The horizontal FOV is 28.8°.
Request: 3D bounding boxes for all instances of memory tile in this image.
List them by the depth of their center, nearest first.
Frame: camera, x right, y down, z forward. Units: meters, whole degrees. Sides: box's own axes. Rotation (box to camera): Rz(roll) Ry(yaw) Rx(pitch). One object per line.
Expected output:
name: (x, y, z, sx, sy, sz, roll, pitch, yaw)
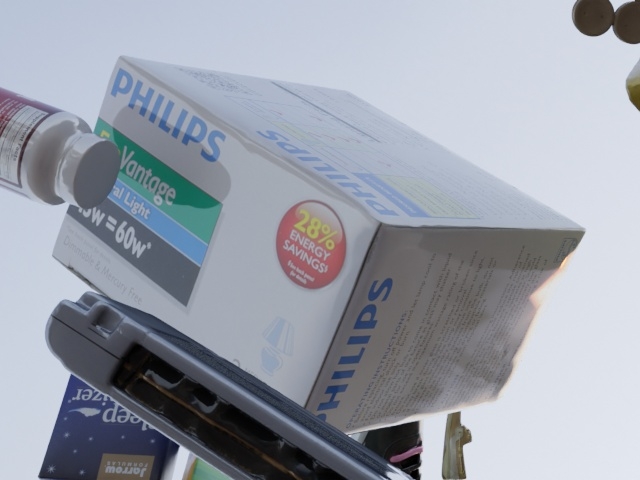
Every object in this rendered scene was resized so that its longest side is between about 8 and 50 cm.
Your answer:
memory tile: (0.293, -0.218, 1.064, 0.148, 0.012, 0.113, 11, -82, -9)

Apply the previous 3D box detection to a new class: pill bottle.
pill bottle: (-0.257, -0.081, 1.103, 0.086, 0.152, 0.086, -48, -30, -40)

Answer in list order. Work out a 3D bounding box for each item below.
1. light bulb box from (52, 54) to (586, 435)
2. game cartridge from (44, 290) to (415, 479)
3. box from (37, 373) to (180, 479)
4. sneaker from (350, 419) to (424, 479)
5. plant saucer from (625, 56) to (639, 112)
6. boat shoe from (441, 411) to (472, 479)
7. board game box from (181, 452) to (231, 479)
light bulb box: (0.000, 0.000, 1.236, 0.361, 0.358, 0.225, 0, -62, -51)
game cartridge: (-0.030, 0.136, 0.840, 0.062, 0.297, 0.198, -57, -14, -7)
box: (-0.209, 0.190, 1.305, 0.137, 0.225, 0.036, 0, -34, 16)
sneaker: (0.099, 0.299, 1.385, 0.105, 0.147, 0.295, -7, -62, -42)
plant saucer: (0.462, -0.097, 1.209, 0.332, 0.333, 0.081, 49, -55, -3)
boat shoe: (0.220, 0.316, 1.983, 0.045, 0.050, 0.135, 5, -88, 8)
board game box: (-0.080, 0.269, 1.201, 0.124, 0.259, 0.039, 35, -82, -7)
